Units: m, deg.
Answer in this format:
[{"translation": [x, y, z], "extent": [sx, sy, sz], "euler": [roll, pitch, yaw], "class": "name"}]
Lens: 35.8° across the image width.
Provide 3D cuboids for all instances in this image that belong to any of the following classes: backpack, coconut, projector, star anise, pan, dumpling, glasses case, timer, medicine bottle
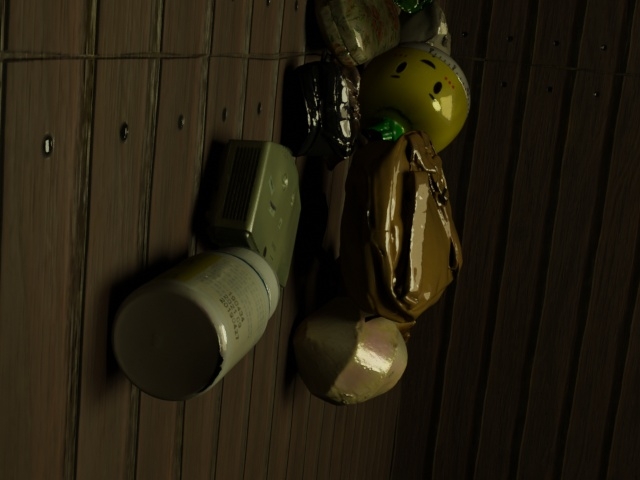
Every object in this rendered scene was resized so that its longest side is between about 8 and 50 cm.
[{"translation": [-0.003, -0.229, 1.716], "extent": [0.106, 0.120, 0.165], "euler": [-110, -158, -69], "class": "backpack"}, {"translation": [0.152, -0.033, 1.954], "extent": [0.353, 0.201, 0.377], "euler": [-15, 104, -66], "class": "backpack"}, {"translation": [0.054, 0.224, 2.011], "extent": [0.197, 0.237, 0.237], "euler": [-50, -176, 29], "class": "coconut"}, {"translation": [-0.094, -0.049, 1.462], "extent": [0.269, 0.088, 0.193], "euler": [67, 32, -69], "class": "projector"}, {"translation": [0.030, -0.243, 1.918], "extent": [0.236, 0.093, 0.229], "euler": [75, 20, -70], "class": "star anise"}, {"translation": [-0.003, 0.000, 2.015], "extent": [0.115, 0.040, 0.212], "euler": [-65, 152, -55], "class": "pan"}, {"translation": [0.222, -0.499, 2.508], "extent": [0.163, 0.204, 0.293], "euler": [-32, 167, -29], "class": "dumpling"}, {"translation": [0.078, -0.430, 1.923], "extent": [0.156, 0.098, 0.425], "euler": [66, 19, -9], "class": "glasses case"}, {"translation": [0.184, -0.284, 2.212], "extent": [0.285, 0.285, 0.285], "euler": [8, 90, -78], "class": "timer"}, {"translation": [-0.141, 0.091, 1.216], "extent": [0.258, 0.144, 0.143], "euler": [-36, 133, -72], "class": "medicine bottle"}]

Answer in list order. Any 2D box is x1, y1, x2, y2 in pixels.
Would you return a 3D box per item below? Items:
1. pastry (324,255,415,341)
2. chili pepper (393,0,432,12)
[{"translation": [0.087, 0.142, 2.214], "extent": [0.170, 0.236, 0.256], "euler": [-29, 160, -17], "class": "pastry"}, {"translation": [0.255, -0.719, 2.422], "extent": [0.167, 0.213, 0.384], "euler": [39, 43, -25], "class": "chili pepper"}]
